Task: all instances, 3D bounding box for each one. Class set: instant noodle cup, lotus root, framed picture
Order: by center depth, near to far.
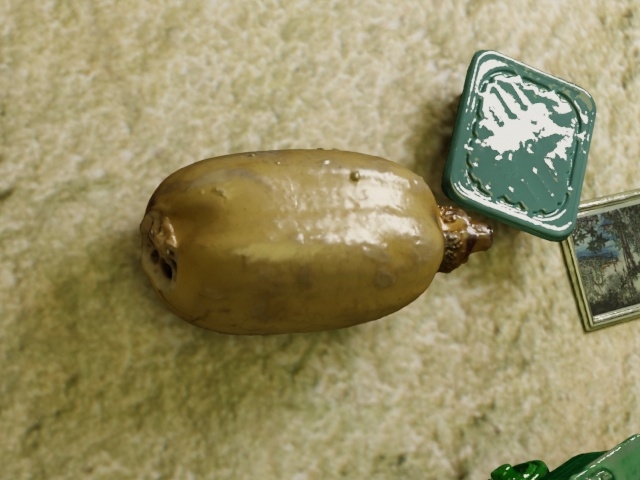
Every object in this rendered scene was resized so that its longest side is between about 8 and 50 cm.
[{"bbox_3d":[0.000,0.000,1.157,0.343,0.151,0.169,-2,68,-26],"label":"lotus root"},{"bbox_3d":[0.199,-0.095,1.310,0.157,0.070,0.179,20,73,-18],"label":"instant noodle cup"},{"bbox_3d":[0.350,0.014,1.390,0.183,0.011,0.142,-12,85,-26],"label":"framed picture"}]

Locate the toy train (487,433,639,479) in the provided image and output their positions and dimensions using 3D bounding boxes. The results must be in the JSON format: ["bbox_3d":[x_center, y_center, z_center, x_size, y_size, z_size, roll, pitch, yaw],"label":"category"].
[{"bbox_3d":[0.189,0.296,1.155,0.266,0.202,0.145,-26,89,-29],"label":"toy train"}]
